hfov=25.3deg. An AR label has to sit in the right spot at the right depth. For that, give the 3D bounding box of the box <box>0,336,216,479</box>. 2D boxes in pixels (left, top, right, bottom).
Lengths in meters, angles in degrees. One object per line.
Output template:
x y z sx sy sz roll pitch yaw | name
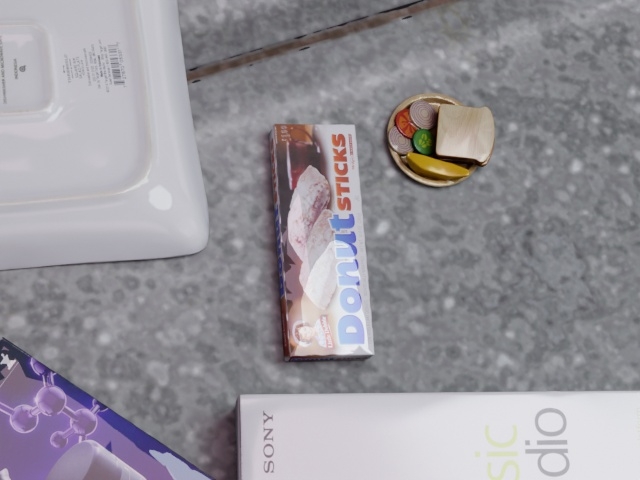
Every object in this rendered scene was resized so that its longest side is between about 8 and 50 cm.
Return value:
-0.203 0.223 0.895 0.184 0.103 0.261 33 69 2 | box

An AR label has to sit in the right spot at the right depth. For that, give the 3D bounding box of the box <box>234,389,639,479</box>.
0.102 0.219 0.967 0.322 0.058 0.232 -1 73 -4 | box

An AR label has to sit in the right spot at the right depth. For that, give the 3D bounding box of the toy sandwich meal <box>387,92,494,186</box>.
0.093 -0.079 1.091 0.085 0.029 0.085 4 72 -12 | toy sandwich meal

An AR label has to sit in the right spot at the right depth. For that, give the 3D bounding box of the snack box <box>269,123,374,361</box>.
0.000 0.000 1.050 0.064 0.022 0.178 0 73 -14 | snack box

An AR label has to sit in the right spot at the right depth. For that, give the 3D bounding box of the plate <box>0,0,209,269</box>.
-0.228 -0.115 1.023 0.278 0.045 0.277 -5 74 -15 | plate
